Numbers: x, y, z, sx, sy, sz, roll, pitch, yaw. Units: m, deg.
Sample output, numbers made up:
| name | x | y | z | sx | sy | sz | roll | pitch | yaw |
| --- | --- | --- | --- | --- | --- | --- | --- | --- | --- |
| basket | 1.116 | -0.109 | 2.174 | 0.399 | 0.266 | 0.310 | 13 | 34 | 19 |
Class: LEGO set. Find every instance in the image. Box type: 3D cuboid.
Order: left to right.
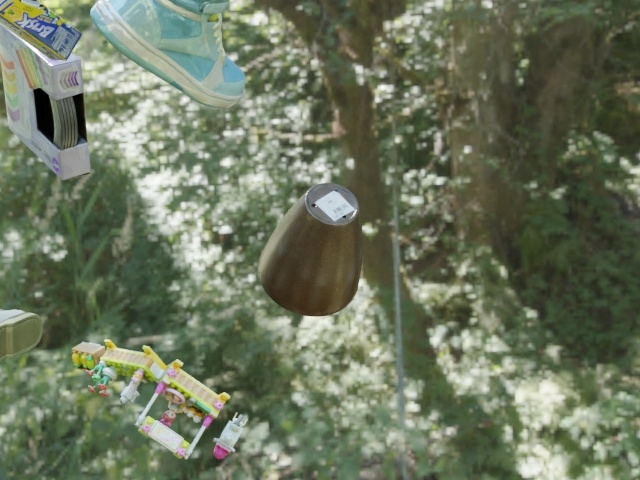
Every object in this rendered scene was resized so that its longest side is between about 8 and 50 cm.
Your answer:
| name | x | y | z | sx | sy | sz | roll | pitch | yaw |
| --- | --- | --- | --- | --- | --- | --- | --- | --- | --- |
| LEGO set | -0.247 | 0.226 | 1.336 | 0.287 | 0.107 | 0.132 | 25 | -31 | 8 |

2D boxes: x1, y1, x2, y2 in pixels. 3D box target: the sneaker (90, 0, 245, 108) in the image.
| name | x | y | z | sx | sy | sz | roll | pitch | yaw |
| --- | --- | --- | --- | --- | --- | --- | --- | --- | --- |
| sneaker | -0.172 | -0.334 | 1.461 | 0.208 | 0.127 | 0.319 | -43 | -30 | 15 |

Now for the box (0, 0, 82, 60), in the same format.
| name | x | y | z | sx | sy | sz | roll | pitch | yaw |
| --- | --- | --- | --- | --- | --- | --- | --- | --- | --- |
| box | -0.452 | -0.342 | 1.451 | 0.059 | 0.054 | 0.169 | 16 | -15 | 46 |

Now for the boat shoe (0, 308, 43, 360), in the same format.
| name | x | y | z | sx | sy | sz | roll | pitch | yaw |
| --- | --- | --- | --- | --- | --- | --- | --- | --- | --- |
| boat shoe | -0.699 | 0.200 | 1.915 | 0.103 | 0.113 | 0.302 | 11 | 7 | 23 |

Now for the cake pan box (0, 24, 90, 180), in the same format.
| name | x | y | z | sx | sy | sz | roll | pitch | yaw |
| --- | --- | --- | --- | --- | --- | --- | --- | --- | --- |
| cake pan box | -0.534 | -0.276 | 1.845 | 0.070 | 0.246 | 0.267 | -23 | 44 | -32 |

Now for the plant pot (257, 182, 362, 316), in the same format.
| name | x | y | z | sx | sy | sz | roll | pitch | yaw |
| --- | --- | --- | --- | --- | --- | --- | --- | --- | --- |
| plant pot | 0.000 | 0.000 | 1.903 | 0.215 | 0.215 | 0.230 | -5 | -36 | -20 |
